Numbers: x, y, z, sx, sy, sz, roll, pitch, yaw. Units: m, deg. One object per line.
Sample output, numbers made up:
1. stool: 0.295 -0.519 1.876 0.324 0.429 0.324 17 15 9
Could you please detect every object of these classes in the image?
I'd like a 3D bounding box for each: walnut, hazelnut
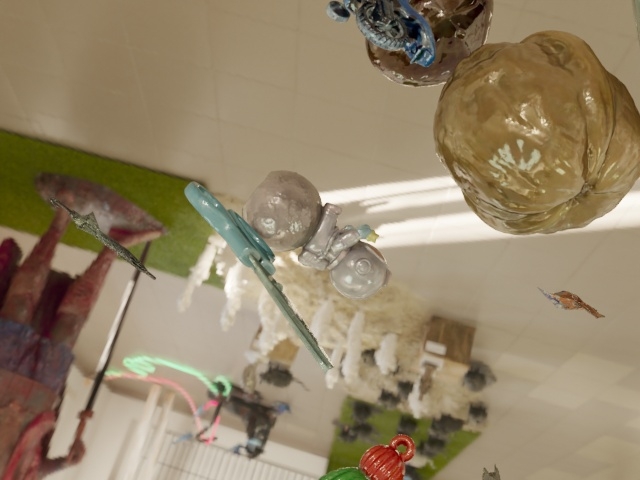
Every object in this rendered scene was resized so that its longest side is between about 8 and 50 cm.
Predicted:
1. walnut: 0.295 -0.143 1.047 0.297 0.285 0.285 4 162 -27
2. hazelnut: 0.199 -0.372 1.354 0.218 0.234 0.218 48 179 1

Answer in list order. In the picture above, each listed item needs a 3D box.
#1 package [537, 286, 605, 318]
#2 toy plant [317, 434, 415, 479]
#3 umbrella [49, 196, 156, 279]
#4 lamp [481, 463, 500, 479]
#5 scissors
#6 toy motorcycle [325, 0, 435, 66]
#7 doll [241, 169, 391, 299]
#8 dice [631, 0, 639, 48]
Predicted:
1. package: 0.429 0.105 1.305 0.111 0.033 0.077 20 163 48
2. toy plant: 0.021 0.337 0.877 0.240 0.154 0.088 -22 150 2
3. umbrella: -0.418 -0.007 1.482 0.269 0.044 0.044 44 -174 -34
4. lamp: 0.206 0.410 0.911 0.250 0.284 0.250 0 -172 0
5. scissors: -0.078 0.050 1.079 0.192 0.029 0.447 43 -176 -37
6. toy motorcycle: 0.084 -0.336 1.029 0.136 0.254 0.092 6 142 -30
7. doll: 0.000 0.000 1.335 0.287 0.151 0.151 38 152 -5
8. dice: 0.612 -0.321 1.122 0.265 0.262 0.268 -10 152 24
